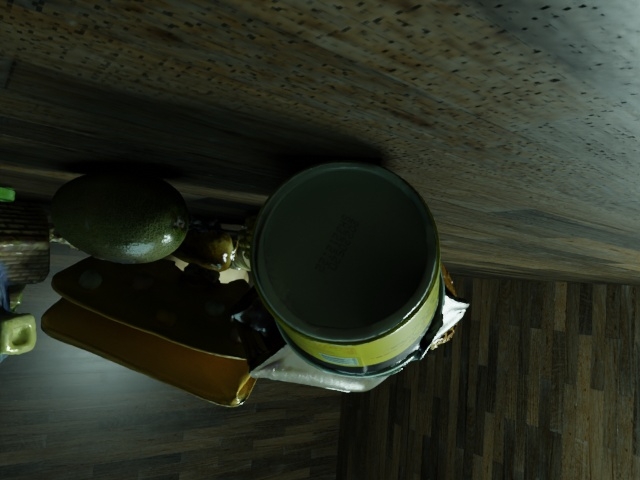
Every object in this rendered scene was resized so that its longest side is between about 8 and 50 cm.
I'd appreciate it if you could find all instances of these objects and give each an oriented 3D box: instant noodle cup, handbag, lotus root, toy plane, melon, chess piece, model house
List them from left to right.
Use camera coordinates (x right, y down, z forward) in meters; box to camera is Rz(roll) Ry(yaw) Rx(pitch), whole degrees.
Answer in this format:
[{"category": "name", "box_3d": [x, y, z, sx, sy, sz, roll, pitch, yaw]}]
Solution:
[{"category": "model house", "box_3d": [-0.580, 0.072, 0.835, 0.266, 0.321, 0.261, 1, 180, 23]}, {"category": "melon", "box_3d": [-0.214, -0.026, 0.516, 0.162, 0.099, 0.099, 6, 176, 22]}, {"category": "handbag", "box_3d": [-0.275, 0.127, 0.935, 0.400, 0.133, 0.283, 20, -162, 1]}, {"category": "lotus root", "box_3d": [-0.277, 0.014, 1.087, 0.190, 0.095, 0.108, 9, 140, 0]}, {"category": "toy plane", "box_3d": [-0.207, -0.026, 0.883, 0.078, 0.031, 0.083, -13, 165, 26]}, {"category": "chess piece", "box_3d": [-0.179, 0.031, 1.198, 0.090, 0.090, 0.200, 7, 176, -26]}, {"category": "model house", "box_3d": [0.022, 0.073, 0.852, 0.297, 0.317, 0.282, 42, -170, -41]}, {"category": "instant noodle cup", "box_3d": [0.030, 0.034, 0.483, 0.215, 0.216, 0.236, 4, 168, 8]}]

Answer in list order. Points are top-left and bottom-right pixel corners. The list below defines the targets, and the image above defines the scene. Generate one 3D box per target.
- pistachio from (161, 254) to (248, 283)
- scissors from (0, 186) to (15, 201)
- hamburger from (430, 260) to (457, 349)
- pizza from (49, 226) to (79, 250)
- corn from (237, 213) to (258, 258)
[{"category": "pistachio", "box_3d": [-0.356, 0.102, 1.365, 0.229, 0.230, 0.308, 0, 170, 43]}, {"category": "scissors", "box_3d": [-0.454, -0.072, 0.603, 0.101, 0.027, 0.204, 5, 177, -18]}, {"category": "hamburger", "box_3d": [0.178, 0.127, 1.082, 0.211, 0.261, 0.245, -22, -171, 45]}, {"category": "pizza", "box_3d": [-0.619, 0.003, 1.380, 0.296, 0.071, 0.189, 11, -175, -25]}, {"category": "corn", "box_3d": [0.000, 0.000, 0.718, 0.288, 0.087, 0.086, 1, 174, 24]}]
